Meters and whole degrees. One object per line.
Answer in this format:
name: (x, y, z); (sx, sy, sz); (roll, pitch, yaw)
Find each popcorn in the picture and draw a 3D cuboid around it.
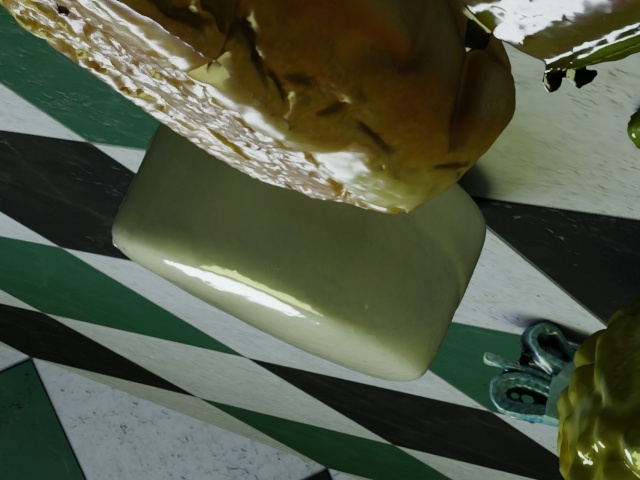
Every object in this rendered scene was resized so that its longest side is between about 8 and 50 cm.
popcorn: (0.277, 0.154, 1.312); (0.270, 0.258, 0.224); (14, 149, 40)

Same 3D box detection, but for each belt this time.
belt: (0.281, 0.146, 1.634); (0.302, 0.087, 0.072); (19, 179, 6)

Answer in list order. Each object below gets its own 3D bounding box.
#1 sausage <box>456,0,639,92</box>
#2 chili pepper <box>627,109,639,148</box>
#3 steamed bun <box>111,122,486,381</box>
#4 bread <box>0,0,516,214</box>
sausage: (0.144, -0.134, 0.598); (0.117, 0.125, 0.317); (24, 166, -18)
chili pepper: (0.226, -0.051, 0.999); (0.201, 0.050, 0.052); (6, 124, 52)
steamed bun: (-0.001, -0.004, 1.283); (0.241, 0.146, 0.164); (29, 167, -27)
bread: (-0.040, -0.120, 0.909); (0.167, 0.132, 0.294); (8, 163, 44)
